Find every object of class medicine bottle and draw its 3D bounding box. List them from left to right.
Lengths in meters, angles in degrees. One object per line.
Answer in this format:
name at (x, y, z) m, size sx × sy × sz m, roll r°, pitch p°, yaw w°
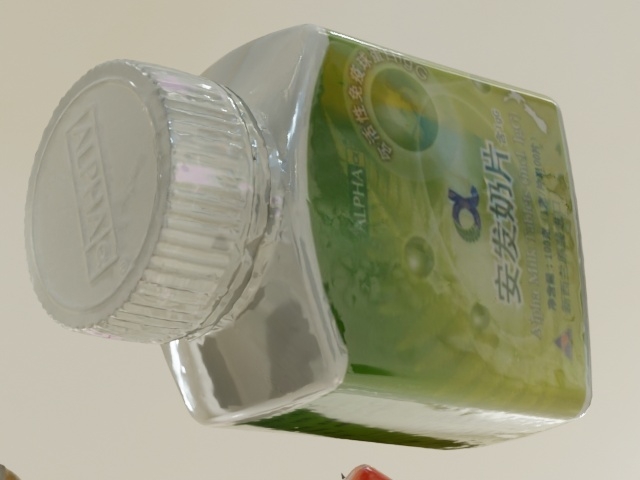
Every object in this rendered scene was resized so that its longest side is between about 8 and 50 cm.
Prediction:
medicine bottle at (0.000, 0.000, 0.562) m, size 0.188 × 0.088 × 0.132 m, roll 11°, pitch -111°, yaw -39°

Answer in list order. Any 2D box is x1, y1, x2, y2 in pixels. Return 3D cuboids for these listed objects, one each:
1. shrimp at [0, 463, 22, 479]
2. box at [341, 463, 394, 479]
shrimp at (-0.148, 0.149, 0.424) m, size 0.219 × 0.046 × 0.152 m, roll -52°, pitch -25°, yaw -19°
box at (0.011, 0.227, 0.923) m, size 0.099 × 0.133 × 0.182 m, roll 33°, pitch -105°, yaw 2°
